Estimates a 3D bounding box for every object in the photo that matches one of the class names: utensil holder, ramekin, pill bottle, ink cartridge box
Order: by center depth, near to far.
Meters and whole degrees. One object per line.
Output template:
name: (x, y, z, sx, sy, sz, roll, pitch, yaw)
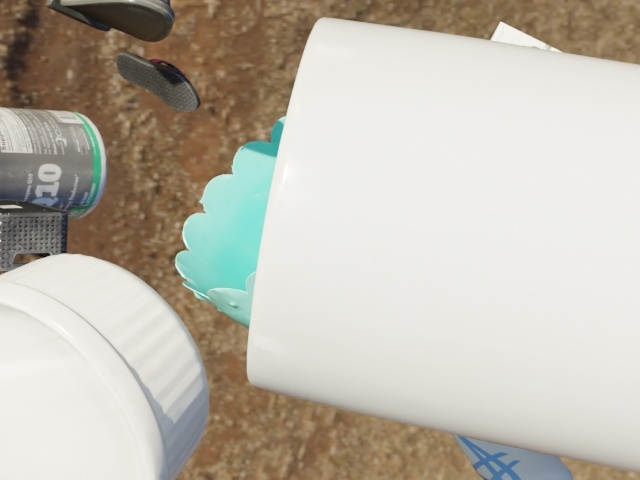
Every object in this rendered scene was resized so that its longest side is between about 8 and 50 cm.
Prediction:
utensil holder: (0.160, 0.006, 0.925, 0.327, 0.386, 0.327, 11, 90, -88)
ramekin: (-0.224, 0.135, 1.070, 0.127, 0.273, 0.272, -43, 127, -48)
ink cartridge box: (0.297, -0.241, 1.695, 0.056, 0.135, 0.099, -62, 178, -29)
pill bottle: (-0.571, -0.131, 2.040, 0.361, 0.204, 0.204, -4, 100, -49)

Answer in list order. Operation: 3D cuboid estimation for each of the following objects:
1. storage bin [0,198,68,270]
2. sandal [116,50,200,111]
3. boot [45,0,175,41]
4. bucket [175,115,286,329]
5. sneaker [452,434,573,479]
storage bin: (-0.465, -0.011, 1.739, 0.122, 0.180, 0.084, -3, 101, -39)
sandal: (-0.248, -0.256, 1.832, 0.040, 0.179, 0.067, -31, 139, -39)
boot: (-0.186, -0.324, 1.165, 0.091, 0.263, 0.228, 21, 92, -34)
bucket: (0.000, 0.000, 1.297, 0.183, 0.281, 0.281, 46, 64, -30)
sneaker: (0.202, 0.217, 1.365, 0.085, 0.237, 0.086, -12, 123, -33)
